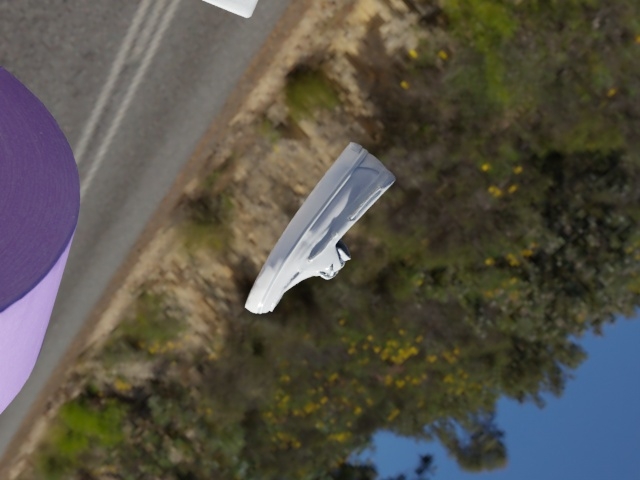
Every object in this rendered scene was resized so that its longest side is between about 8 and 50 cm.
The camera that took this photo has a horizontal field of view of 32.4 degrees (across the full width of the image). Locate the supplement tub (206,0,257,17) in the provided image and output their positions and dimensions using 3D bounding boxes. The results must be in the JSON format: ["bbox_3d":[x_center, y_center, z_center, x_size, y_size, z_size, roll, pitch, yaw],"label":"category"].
[{"bbox_3d":[-0.077,-0.318,0.786,0.191,0.191,0.272,-58,171,-80],"label":"supplement tub"}]

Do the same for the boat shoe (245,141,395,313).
[{"bbox_3d":[0.000,0.000,0.995,0.184,0.063,0.066,-55,-179,10],"label":"boat shoe"}]

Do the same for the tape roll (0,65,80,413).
[{"bbox_3d":[-0.257,-0.014,0.510,0.275,0.275,0.090,-47,165,-54],"label":"tape roll"}]
